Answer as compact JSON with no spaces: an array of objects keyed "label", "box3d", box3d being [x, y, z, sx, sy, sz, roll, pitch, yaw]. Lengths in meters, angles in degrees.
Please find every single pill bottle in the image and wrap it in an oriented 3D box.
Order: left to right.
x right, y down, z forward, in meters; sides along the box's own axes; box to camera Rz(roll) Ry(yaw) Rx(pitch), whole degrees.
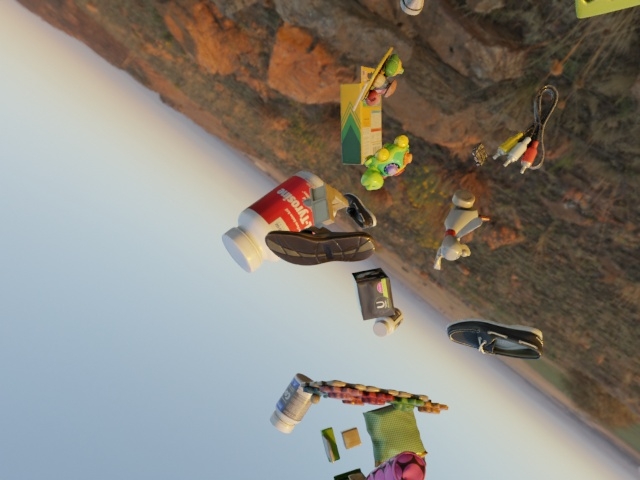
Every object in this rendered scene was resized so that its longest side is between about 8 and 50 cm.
[{"label":"pill bottle","box3d":[-0.155,-0.067,1.807,0.229,0.408,0.229,41,155,23]},{"label":"pill bottle","box3d":[-0.068,0.421,1.248,0.078,0.137,0.078,33,180,0]},{"label":"pill bottle","box3d":[0.211,0.259,1.522,0.067,0.067,0.120,39,-151,16]}]

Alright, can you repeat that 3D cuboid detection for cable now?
[{"label":"cable","box3d":[0.665,-0.337,1.485,0.140,0.287,0.072,33,-172,13]}]

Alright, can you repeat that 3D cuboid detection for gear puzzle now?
[{"label":"gear puzzle","box3d":[0.131,0.356,1.063,0.339,0.044,0.175,17,156,-23]}]

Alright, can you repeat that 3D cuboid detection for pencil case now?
[{"label":"pencil case","box3d":[0.182,0.601,1.200,0.095,0.098,0.209,32,136,8]}]

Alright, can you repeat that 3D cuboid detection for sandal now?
[{"label":"sandal","box3d":[0.000,0.000,0.969,0.060,0.220,0.089,-84,-13,-46]}]

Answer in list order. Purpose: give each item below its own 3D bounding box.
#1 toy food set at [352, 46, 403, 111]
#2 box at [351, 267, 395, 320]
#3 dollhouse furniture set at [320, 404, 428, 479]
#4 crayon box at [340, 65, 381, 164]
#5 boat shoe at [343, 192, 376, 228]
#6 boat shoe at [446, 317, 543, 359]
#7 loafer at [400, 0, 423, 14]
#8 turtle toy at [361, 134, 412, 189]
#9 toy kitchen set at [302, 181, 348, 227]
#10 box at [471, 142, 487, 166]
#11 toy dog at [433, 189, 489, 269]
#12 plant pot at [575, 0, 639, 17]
[{"label":"toy food set","box3d":[0.168,-0.418,1.284,0.071,0.217,0.128,31,147,-1]},{"label":"box","box3d":[0.082,0.083,0.761,0.083,0.052,0.062,-98,-3,-83]},{"label":"dollhouse furniture set","box3d":[0.172,0.609,1.405,0.151,0.302,0.197,127,129,-78]},{"label":"crayon box","box3d":[0.148,-0.443,1.721,0.083,0.322,0.203,6,-163,26]},{"label":"boat shoe","box3d":[0.084,-0.071,1.170,0.125,0.038,0.046,51,150,35]},{"label":"boat shoe","box3d":[0.565,0.325,1.579,0.303,0.091,0.114,-1,131,20]},{"label":"loafer","box3d":[0.135,-0.389,0.695,0.045,0.125,0.039,0,166,-12]},{"label":"turtle toy","box3d":[0.132,-0.155,0.982,0.066,0.130,0.095,55,168,-7]},{"label":"toy kitchen set","box3d":[0.004,-0.048,0.866,0.083,0.068,0.075,29,-132,-54]},{"label":"box","box3d":[0.631,-0.340,1.916,0.018,0.083,0.067,-10,120,46]},{"label":"toy dog","box3d":[0.553,-0.036,1.832,0.161,0.333,0.220,15,153,10]},{"label":"plant pot","box3d":[0.715,-0.706,1.138,0.227,0.228,0.207,-2,164,34]}]
